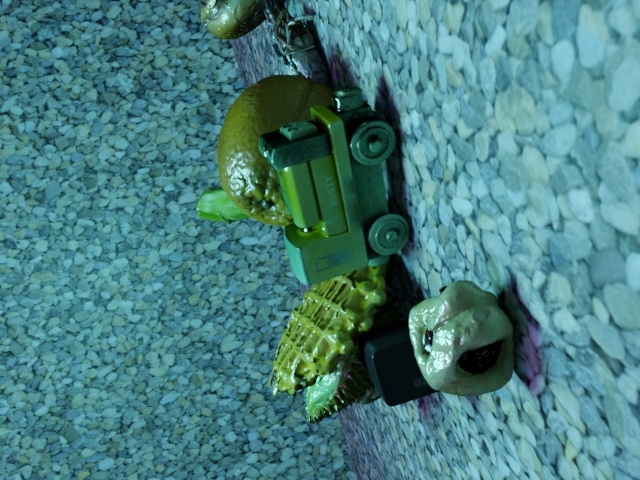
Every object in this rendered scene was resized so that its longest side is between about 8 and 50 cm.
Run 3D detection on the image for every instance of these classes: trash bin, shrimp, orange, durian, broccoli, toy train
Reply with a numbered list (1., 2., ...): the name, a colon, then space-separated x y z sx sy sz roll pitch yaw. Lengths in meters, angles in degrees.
1. trash bin: 0.173 0.236 1.441 0.225 0.165 0.114 -170 62 -83
2. shrimp: -0.067 -0.497 1.751 0.145 0.117 0.343 161 86 -81
3. orange: -0.074 -0.197 1.603 0.322 0.322 0.357 83 -164 -46
4. durian: 0.061 0.268 1.662 0.198 0.394 0.163 36 -166 32
5. broccoli: -0.105 -0.062 1.897 0.353 0.397 0.274 56 163 39
6. toy train: 0.032 -0.099 1.414 0.160 0.253 0.397 -124 19 -59

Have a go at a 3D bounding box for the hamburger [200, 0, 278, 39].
1. hamburger: -0.199 -0.634 1.873 0.146 0.286 0.243 49 131 -7

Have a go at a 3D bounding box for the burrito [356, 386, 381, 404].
1. burrito: 0.112 0.264 1.939 0.190 0.135 0.331 93 159 -66

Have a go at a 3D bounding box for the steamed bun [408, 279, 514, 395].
1. steamed bun: 0.218 0.132 1.066 0.155 0.141 0.172 94 162 -54

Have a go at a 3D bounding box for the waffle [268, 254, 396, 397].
1. waffle: 0.020 0.173 1.617 0.095 0.382 0.379 36 -146 -14
